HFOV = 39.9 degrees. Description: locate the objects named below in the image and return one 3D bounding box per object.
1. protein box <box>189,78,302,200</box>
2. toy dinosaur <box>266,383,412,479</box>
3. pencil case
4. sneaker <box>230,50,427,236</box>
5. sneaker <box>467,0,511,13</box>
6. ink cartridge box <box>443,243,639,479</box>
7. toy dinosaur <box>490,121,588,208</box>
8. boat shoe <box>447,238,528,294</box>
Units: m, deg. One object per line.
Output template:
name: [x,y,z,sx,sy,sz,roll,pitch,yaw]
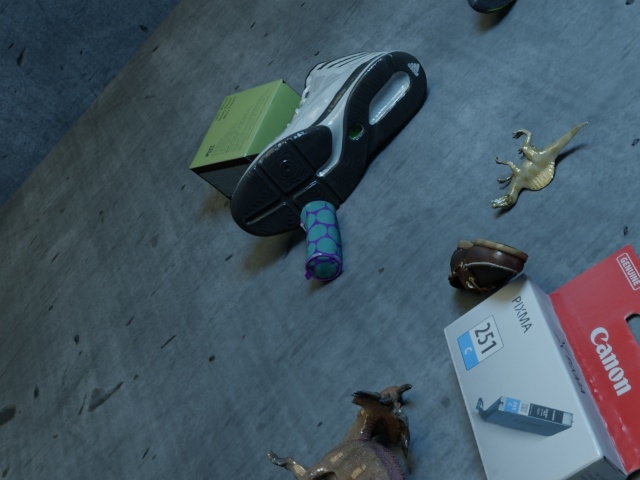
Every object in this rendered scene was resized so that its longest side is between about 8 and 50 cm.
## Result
protein box: [-0.135,-0.206,1.865,0.201,0.136,0.200,-5,54,48]
toy dinosaur: [0.066,0.302,1.126,0.200,0.127,0.296,-38,39,7]
pencil case: [0.000,0.000,1.558,0.070,0.064,0.152,-22,39,14]
sneaker: [-0.008,-0.197,1.716,0.447,0.169,0.257,-43,23,-2]
sneaker: [0.308,-0.519,1.684,0.121,0.111,0.300,-35,29,41]
ink cartridge box: [0.293,0.152,1.042,0.261,0.066,0.296,-38,34,21]
toy dinosaur: [0.320,-0.121,1.313,0.183,0.053,0.093,-47,47,19]
boat shoe: [0.222,0.040,1.193,0.207,0.073,0.073,136,156,-86]
